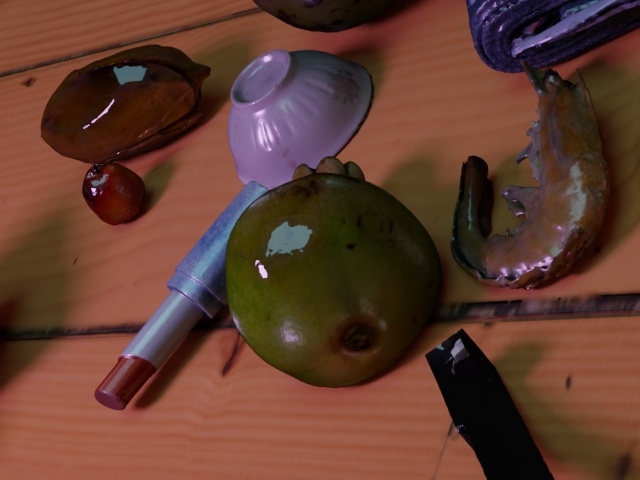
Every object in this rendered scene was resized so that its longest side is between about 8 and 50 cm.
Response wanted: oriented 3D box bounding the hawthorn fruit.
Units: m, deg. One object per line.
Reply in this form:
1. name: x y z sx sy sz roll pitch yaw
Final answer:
1. hawthorn fruit: -0.246 -0.057 1.697 0.077 0.077 0.077 -26 38 23

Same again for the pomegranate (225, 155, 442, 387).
1. pomegranate: 0.009 0.002 1.311 0.190 0.159 0.241 -2 47 43

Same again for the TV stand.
1. TV stand: 0.130 0.143 1.079 0.040 0.049 0.256 -38 19 7

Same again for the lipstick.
1. lipstick: -0.134 0.062 1.471 0.274 0.061 0.068 -52 38 -12

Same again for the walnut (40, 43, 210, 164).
1. walnut: -0.242 -0.168 1.763 0.245 0.137 0.137 -25 39 24

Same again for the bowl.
1. bowl: -0.042 -0.154 1.585 0.189 0.086 0.189 -26 39 23

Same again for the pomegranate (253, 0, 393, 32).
1. pomegranate: 0.049 -0.360 1.608 0.305 0.242 0.242 -10 44 13

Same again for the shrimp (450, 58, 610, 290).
1. shrimp: 0.183 -0.055 1.292 0.173 0.058 0.253 -36 36 25

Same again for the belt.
1. belt: 0.239 -0.240 1.362 0.218 0.122 0.128 -23 43 25
